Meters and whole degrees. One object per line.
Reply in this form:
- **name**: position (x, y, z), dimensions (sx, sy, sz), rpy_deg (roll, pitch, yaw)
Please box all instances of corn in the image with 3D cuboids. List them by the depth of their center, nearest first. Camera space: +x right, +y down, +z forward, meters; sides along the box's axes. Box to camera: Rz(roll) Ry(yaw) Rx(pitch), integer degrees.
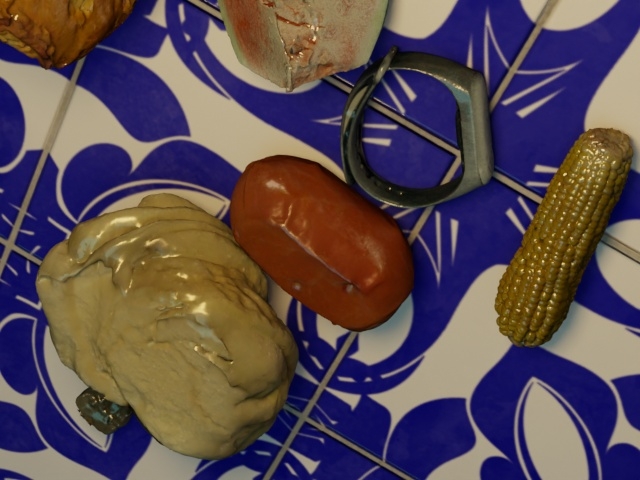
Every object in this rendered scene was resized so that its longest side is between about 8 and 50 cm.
- **corn**: position (0.297, 0.004, 1.725), dimensions (0.097, 0.097, 0.320), rpy_deg (24, 121, 6)

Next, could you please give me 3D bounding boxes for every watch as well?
- **watch**: position (0.114, -0.139, 1.724), dimensions (0.192, 0.068, 0.206), rpy_deg (0, 120, 19)

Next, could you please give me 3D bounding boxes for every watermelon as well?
- **watermelon**: position (-0.038, -0.338, 1.595), dimensions (0.223, 0.180, 0.305), rpy_deg (-3, 122, 10)

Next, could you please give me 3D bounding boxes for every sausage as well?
- **sausage**: position (-0.001, 0.001, 1.790), dimensions (0.268, 0.141, 0.153), rpy_deg (40, 137, -4)

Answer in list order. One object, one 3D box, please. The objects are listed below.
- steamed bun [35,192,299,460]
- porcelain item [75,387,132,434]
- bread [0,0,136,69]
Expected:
- **steamed bun**: position (-0.191, 0.108, 1.869), dimensions (0.372, 0.230, 0.325), rpy_deg (34, 131, 0)
- **porcelain item**: position (-0.263, 0.202, 2.052), dimensions (0.215, 0.069, 0.081), rpy_deg (-39, 95, 27)
- **bread**: position (-0.328, -0.394, 1.575), dimensions (0.215, 0.398, 0.398), rpy_deg (17, 123, 24)
